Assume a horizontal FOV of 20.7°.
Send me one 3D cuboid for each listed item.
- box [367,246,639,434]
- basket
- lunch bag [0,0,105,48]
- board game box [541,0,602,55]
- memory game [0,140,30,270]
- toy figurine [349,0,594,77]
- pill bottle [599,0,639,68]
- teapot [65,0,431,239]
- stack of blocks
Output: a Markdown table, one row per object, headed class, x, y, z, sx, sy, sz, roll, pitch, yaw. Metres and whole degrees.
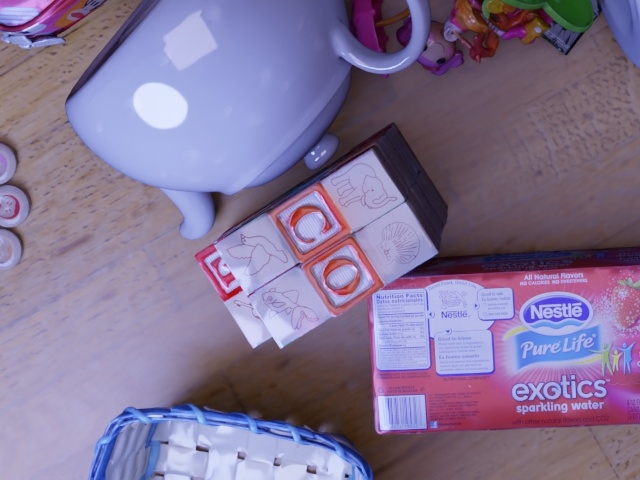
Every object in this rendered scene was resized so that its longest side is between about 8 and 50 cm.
| class | x | y | z | sx | sy | sz | roll | pitch | yaw |
| --- | --- | --- | --- | --- | --- | --- | --- | --- | --- |
| box | 0.169 | 0.077 | 1.400 | 0.256 | 0.122 | 0.128 | -4 | 97 | 6 |
| basket | -0.072 | 0.234 | 1.361 | 0.254 | 0.289 | 0.201 | 10 | 93 | 8 |
| lunch bag | -0.261 | -0.308 | 1.397 | 0.258 | 0.120 | 0.293 | -38 | 88 | 6 |
| board game box | 0.137 | -0.281 | 1.409 | 0.259 | 0.030 | 0.136 | 39 | 101 | 0 |
| memory game | -0.338 | -0.027 | 1.499 | 0.186 | 0.012 | 0.186 | 1 | 96 | 6 |
| toy figurine | 0.099 | -0.183 | 1.380 | 0.173 | 0.130 | 0.159 | 34 | 132 | -24 |
| pill bottle | 0.347 | -0.245 | 1.309 | 0.283 | 0.160 | 0.160 | -20 | 94 | 1 |
| teapot | -0.058 | -0.128 | 1.350 | 0.187 | 0.256 | 0.252 | 40 | 87 | -11 |
| stack of blocks | 0.000 | 0.000 | 1.322 | 0.171 | 0.297 | 0.087 | -32 | 93 | 8 |
